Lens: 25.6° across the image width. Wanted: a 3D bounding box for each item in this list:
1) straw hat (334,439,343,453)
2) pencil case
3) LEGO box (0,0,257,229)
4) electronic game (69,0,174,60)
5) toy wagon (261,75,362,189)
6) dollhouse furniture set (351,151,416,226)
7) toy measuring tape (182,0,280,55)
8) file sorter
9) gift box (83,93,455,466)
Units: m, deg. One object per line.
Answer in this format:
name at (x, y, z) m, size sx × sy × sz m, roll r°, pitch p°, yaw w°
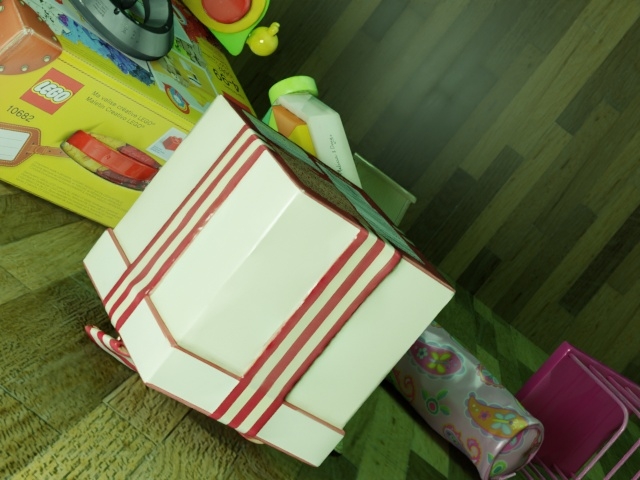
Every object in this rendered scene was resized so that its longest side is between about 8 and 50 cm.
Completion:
straw hat at (0.018, 0.165, 1.596) m, size 0.144 × 0.061 × 0.144 m, roll 61°, pitch 5°, yaw -9°
pencil case at (0.190, 0.222, 2.030) m, size 0.284 × 0.124 × 0.124 m, roll 42°, pitch 9°, yaw 32°
LEGO box at (-0.310, -0.228, 1.748) m, size 0.500 × 0.193 × 0.372 m, roll 27°, pitch 29°, yaw -54°
electronic game at (-0.250, -0.311, 1.650) m, size 0.229 × 0.048 × 0.229 m, roll 47°, pitch 24°, yaw -29°
toy wagon at (-0.038, -0.017, 1.659) m, size 0.068 × 0.344 × 0.267 m, roll -7°, pitch 70°, yaw -25°
dollhouse furniture set at (0.000, 0.000, 1.924) m, size 0.212 × 0.161 × 0.242 m, roll 36°, pitch -24°, yaw -16°
toy measuring tape at (-0.165, -0.390, 1.934) m, size 0.330 × 0.121 × 0.121 m, roll 47°, pitch 6°, yaw -13°
file sorter at (0.444, 0.329, 2.254) m, size 0.290 × 0.202 × 0.182 m, roll 30°, pitch 15°, yaw -47°
gift box at (-0.063, 0.045, 1.379) m, size 0.255 × 0.258 × 0.276 m, roll 34°, pitch 9°, yaw -31°
